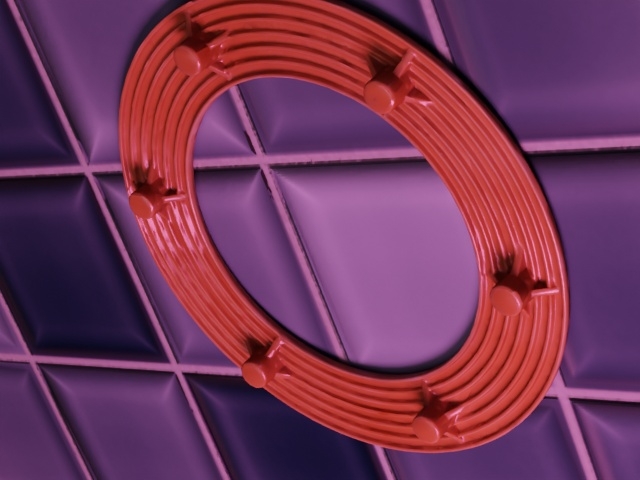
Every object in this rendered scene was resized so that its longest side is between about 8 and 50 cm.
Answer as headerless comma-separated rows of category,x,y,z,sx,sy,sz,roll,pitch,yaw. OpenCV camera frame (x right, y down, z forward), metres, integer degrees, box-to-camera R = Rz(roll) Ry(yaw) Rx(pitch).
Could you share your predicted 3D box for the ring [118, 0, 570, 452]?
ring,0.000,0.000,1.049,0.336,0.032,0.337,22,133,27
